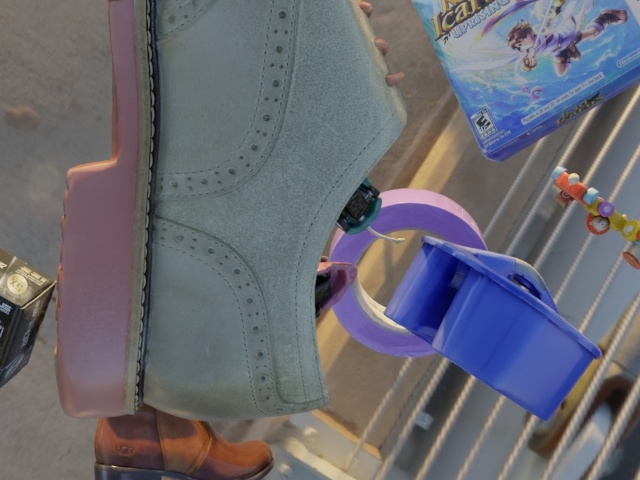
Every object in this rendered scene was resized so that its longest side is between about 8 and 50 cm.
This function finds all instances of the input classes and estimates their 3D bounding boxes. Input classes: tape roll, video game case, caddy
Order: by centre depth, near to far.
[{"bbox_3d":[0.274,-0.269,1.036,0.061,0.269,0.244,8,56,-55],"label":"video game case"},{"bbox_3d":[0.257,0.112,1.222,0.341,0.241,0.179,34,90,-39],"label":"caddy"},{"bbox_3d":[0.148,0.055,1.417,0.274,0.090,0.275,1,110,3],"label":"tape roll"}]

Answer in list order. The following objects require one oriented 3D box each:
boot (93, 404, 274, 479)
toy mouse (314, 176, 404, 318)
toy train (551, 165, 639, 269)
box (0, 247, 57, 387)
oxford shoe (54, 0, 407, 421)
[{"bbox_3d":[-0.173,0.183,1.098,0.264,0.096,0.281,3,83,-32],"label":"boot"},{"bbox_3d":[0.000,0.000,0.596,0.143,0.031,0.161,-10,122,-38],"label":"toy mouse"},{"bbox_3d":[0.341,-0.019,0.992,0.166,0.125,0.046,41,102,24],"label":"toy train"},{"bbox_3d":[-0.440,0.076,1.043,0.180,0.077,0.147,31,118,3],"label":"box"},{"bbox_3d":[-0.030,-0.104,0.398,0.146,0.140,0.397,8,104,-9],"label":"oxford shoe"}]
